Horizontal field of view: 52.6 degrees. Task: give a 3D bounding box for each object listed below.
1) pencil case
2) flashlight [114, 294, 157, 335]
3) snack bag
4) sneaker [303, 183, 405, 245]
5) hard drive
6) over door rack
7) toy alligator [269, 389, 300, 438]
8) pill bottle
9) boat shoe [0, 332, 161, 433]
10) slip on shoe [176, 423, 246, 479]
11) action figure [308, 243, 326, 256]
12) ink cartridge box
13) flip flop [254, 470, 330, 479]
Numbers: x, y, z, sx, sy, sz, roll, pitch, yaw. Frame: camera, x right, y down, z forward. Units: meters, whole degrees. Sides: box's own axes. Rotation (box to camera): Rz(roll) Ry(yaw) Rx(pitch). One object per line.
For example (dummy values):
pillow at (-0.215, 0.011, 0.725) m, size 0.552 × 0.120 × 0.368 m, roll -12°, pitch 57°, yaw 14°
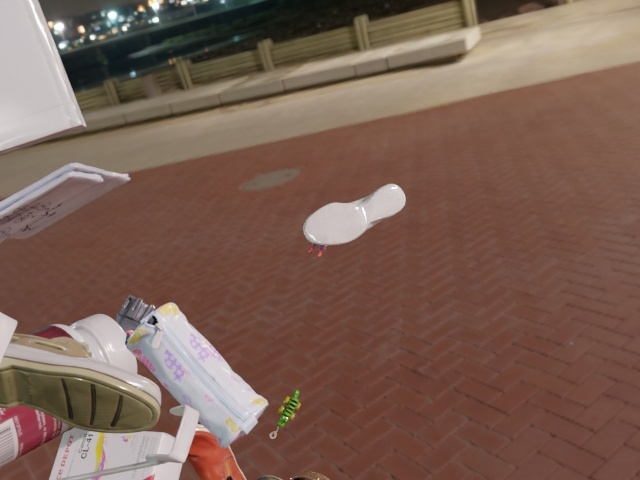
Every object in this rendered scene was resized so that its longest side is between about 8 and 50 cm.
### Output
pencil case at (-0.217, 0.236, 1.146) m, size 0.113 × 0.273 × 0.124 m, roll -40°, pitch -9°, yaw -36°
flashlight at (-0.508, 0.298, 1.642) m, size 0.103 × 0.103 × 0.304 m, roll 11°, pitch 62°, yaw 31°
snack bag at (-0.606, -0.067, 1.415) m, size 0.323 × 0.037 × 0.342 m, roll -30°, pitch 1°, yaw 3°
sneaker at (0.059, -0.040, 1.244) m, size 0.212 × 0.080 × 0.094 m, roll -21°, pitch -3°, yaw -19°
hard drive at (-0.433, -0.250, 0.765) m, size 0.203 × 0.307 × 0.040 m, roll -20°, pitch 8°, yaw -5°
over door rack at (-0.320, 0.219, 0.619) m, size 0.324 × 0.239 × 0.108 m, roll -29°, pitch 43°, yaw 21°
toy alligator at (-0.120, 0.609, 2.258) m, size 0.189 × 0.056 × 0.051 m, roll -59°, pitch 6°, yaw -18°
pill bottle at (-0.600, 0.310, 1.353) m, size 0.224 × 0.224 × 0.392 m, roll 2°, pitch 18°, yaw 38°
boat shoe at (-0.368, 0.188, 0.924) m, size 0.302 × 0.113 × 0.103 m, roll 15°, pitch 30°, yaw -3°
slip on shoe at (-0.304, 0.655, 1.860) m, size 0.123 × 0.331 × 0.101 m, roll -25°, pitch 25°, yaw 2°
action figure at (0.000, 0.000, 1.483) m, size 0.038 × 0.115 × 0.030 m, roll 23°, pitch 54°, yaw 1°
ink cartridge box at (-0.524, 0.603, 1.645) m, size 0.306 × 0.131 × 0.226 m, roll -2°, pitch 59°, yaw 19°
flip flop at (-0.006, 0.445, 1.115) m, size 0.112 × 0.277 × 0.080 m, roll -36°, pitch 40°, yaw 37°
